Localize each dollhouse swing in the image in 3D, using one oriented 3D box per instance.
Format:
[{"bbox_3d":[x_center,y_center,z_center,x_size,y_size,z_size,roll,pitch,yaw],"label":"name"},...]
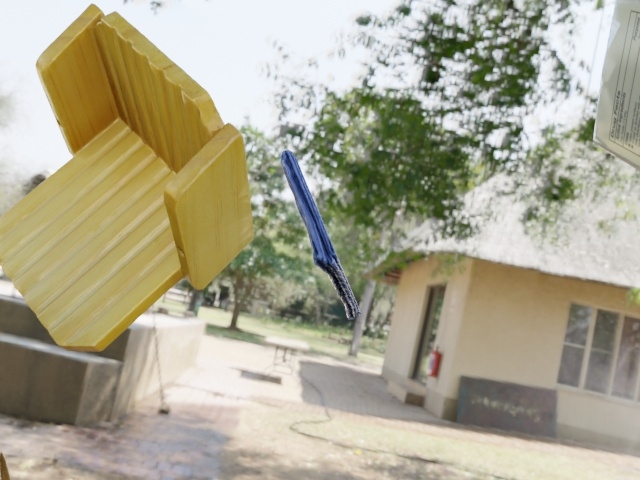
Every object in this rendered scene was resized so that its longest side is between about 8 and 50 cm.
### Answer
[{"bbox_3d":[-0.321,-0.076,0.978,0.347,0.305,0.315,44,-25,26],"label":"dollhouse swing"}]

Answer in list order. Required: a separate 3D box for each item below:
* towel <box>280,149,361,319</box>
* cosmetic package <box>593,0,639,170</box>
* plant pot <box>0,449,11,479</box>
[{"bbox_3d":[0.000,0.000,1.344,0.040,0.243,0.336,-22,-25,1],"label":"towel"},{"bbox_3d":[0.354,-0.103,0.544,0.129,0.153,0.296,-7,28,-9],"label":"cosmetic package"},{"bbox_3d":[-0.636,0.496,1.150,0.254,0.237,0.237,-11,3,-23],"label":"plant pot"}]
